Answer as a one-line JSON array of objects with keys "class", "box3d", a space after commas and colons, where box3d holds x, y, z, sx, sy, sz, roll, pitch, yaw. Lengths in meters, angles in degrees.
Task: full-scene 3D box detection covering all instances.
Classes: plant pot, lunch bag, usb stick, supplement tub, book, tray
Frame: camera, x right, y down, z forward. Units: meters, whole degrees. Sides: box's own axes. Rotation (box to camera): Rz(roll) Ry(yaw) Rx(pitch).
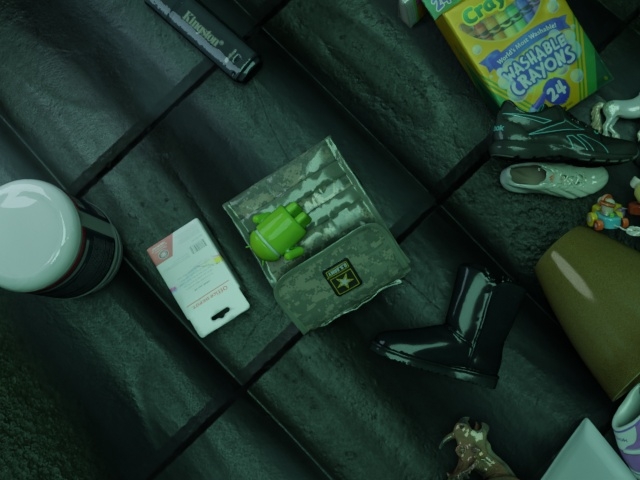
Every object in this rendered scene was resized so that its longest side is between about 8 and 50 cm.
[{"class": "plant pot", "box3d": [0.497, 0.102, 1.438, 0.237, 0.237, 0.254, -41, 68, -1]}, {"class": "lunch bag", "box3d": [0.000, 0.000, 1.514, 0.235, 0.169, 0.287, -32, 85, 4]}, {"class": "usb stick", "box3d": [-0.232, -0.417, 1.652, 0.278, 0.045, 0.077, 42, 87, 9]}, {"class": "supplement tub", "box3d": [-0.477, 0.006, 1.502, 0.191, 0.272, 0.191, -1, 82, 5]}, {"class": "book", "box3d": [0.210, -0.480, 1.593, 0.144, 0.096, 0.035, -42, 76, -2]}, {"class": "tray", "box3d": [0.438, 0.412, 1.396, 0.145, 0.270, 0.030, 51, 127, 10]}]

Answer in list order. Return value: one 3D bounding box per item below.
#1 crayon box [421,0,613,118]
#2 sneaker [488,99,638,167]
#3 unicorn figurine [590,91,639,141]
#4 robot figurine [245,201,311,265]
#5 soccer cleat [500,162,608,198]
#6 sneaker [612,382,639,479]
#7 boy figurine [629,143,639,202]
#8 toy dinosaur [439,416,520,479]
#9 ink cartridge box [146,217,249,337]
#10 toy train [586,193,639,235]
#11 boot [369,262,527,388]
[{"class": "crayon box", "box3d": [0.355, -0.369, 1.533, 0.203, 0.083, 0.322, -34, 95, 0]}, {"class": "sneaker", "box3d": [0.429, -0.184, 1.466, 0.268, 0.101, 0.106, 4, 87, -10]}, {"class": "unicorn figurine", "box3d": [0.578, -0.235, 1.544, 0.162, 0.060, 0.111, -1, 83, 5]}, {"class": "robot figurine", "box3d": [-0.070, -0.012, 1.407, 0.115, 0.067, 0.101, -43, 73, 3]}, {"class": "soccer cleat", "box3d": [0.428, -0.113, 1.533, 0.196, 0.076, 0.068, -1, 82, 5]}, {"class": "sneaker", "box3d": [0.628, 0.280, 1.419, 0.282, 0.102, 0.161, -31, 108, 0]}, {"class": "boy figurine", "box3d": [0.620, -0.061, 1.428, 0.177, 0.092, 0.285, 9, 49, -5]}, {"class": "toy dinosaur", "box3d": [0.282, 0.459, 1.406, 0.201, 0.127, 0.295, 10, 40, 9]}, {"class": "ink cartridge box", "box3d": [-0.221, 0.073, 1.573, 0.115, 0.067, 0.198, -32, 79, 1]}, {"class": "toy train", "box3d": [0.540, -0.055, 1.485, 0.125, 0.166, 0.046, 8, 110, 29]}, {"class": "boot", "box3d": [0.229, 0.136, 1.507, 0.247, 0.094, 0.207, 15, 87, 0]}]
